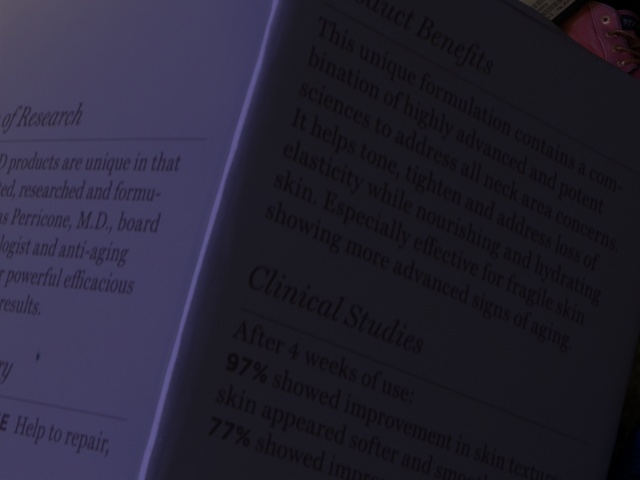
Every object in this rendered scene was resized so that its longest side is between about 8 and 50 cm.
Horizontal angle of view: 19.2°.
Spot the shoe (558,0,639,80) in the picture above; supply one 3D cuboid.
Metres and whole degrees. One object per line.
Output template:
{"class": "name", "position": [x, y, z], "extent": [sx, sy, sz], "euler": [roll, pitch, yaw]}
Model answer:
{"class": "shoe", "position": [0.204, -0.116, 1.276], "extent": [0.178, 0.063, 0.081], "euler": [20, 89, 56]}

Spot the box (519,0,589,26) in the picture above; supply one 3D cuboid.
{"class": "box", "position": [0.212, -0.341, 1.327], "extent": [0.395, 0.097, 0.318], "euler": [-40, 35, 29]}

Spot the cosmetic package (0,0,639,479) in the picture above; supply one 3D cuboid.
{"class": "cosmetic package", "position": [-0.038, 0.050, 1.119], "extent": [0.327, 0.329, 0.394], "euler": [2, 72, 50]}

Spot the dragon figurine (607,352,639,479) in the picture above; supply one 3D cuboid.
{"class": "dragon figurine", "position": [0.231, 0.145, 1.078], "extent": [0.289, 0.085, 0.144], "euler": [2, 74, 55]}
